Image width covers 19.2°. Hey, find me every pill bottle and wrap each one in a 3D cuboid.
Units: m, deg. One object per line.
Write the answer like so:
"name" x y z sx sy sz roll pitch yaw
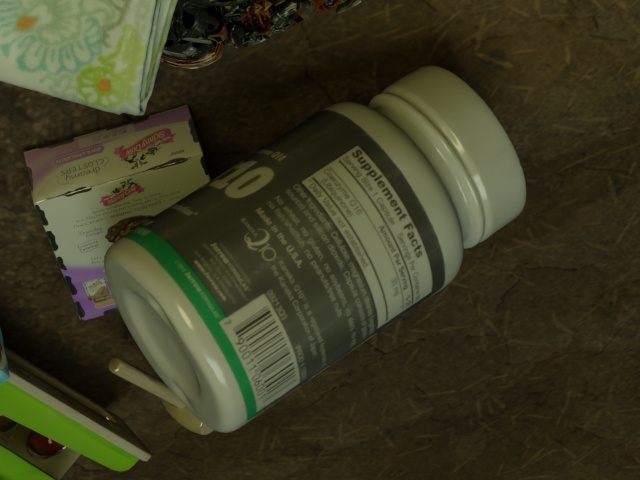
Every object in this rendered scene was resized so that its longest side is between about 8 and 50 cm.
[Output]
"pill bottle" 0.000 0.000 1.746 0.361 0.204 0.204 -33 146 -18

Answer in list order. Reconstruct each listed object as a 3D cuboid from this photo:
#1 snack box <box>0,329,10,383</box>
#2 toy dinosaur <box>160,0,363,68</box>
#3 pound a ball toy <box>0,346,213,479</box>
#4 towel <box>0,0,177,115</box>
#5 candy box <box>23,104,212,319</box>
"snack box" -0.394 -0.008 1.662 0.060 0.187 0.322 -27 142 11
"toy dinosaur" -0.102 -0.204 1.586 0.322 0.164 0.218 -36 161 -12
"pound a ball toy" -0.284 0.173 2.002 0.208 0.136 0.319 -51 137 0
"towel" -0.268 -0.266 1.378 0.375 0.090 0.320 18 131 -2
"candy box" -0.180 -0.024 1.823 0.165 0.070 0.196 -16 142 -3
